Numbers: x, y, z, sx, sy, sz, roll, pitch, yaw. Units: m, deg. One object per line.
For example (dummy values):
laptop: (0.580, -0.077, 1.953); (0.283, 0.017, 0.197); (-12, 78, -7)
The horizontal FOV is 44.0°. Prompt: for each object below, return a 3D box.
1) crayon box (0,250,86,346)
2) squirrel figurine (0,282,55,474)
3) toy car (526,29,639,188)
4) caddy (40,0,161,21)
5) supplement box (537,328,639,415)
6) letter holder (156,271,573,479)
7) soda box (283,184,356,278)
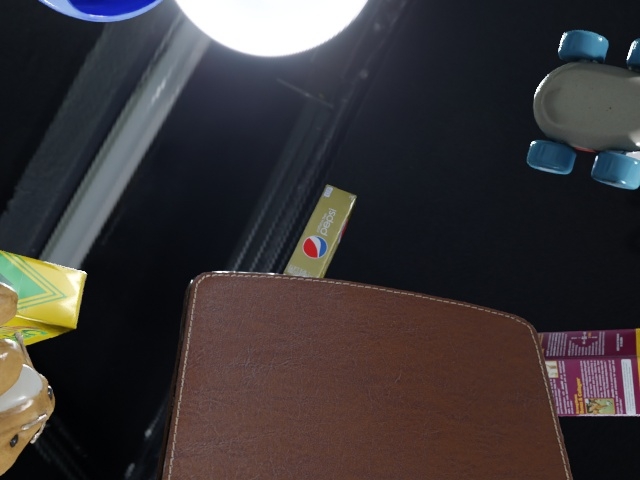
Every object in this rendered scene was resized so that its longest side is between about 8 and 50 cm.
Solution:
crayon box: (-0.608, 0.091, 1.315); (0.363, 0.313, 0.106); (-19, -122, 52)
squirrel figurine: (-0.511, 0.186, 0.895); (0.397, 0.370, 0.281); (-32, -125, -9)
toy car: (0.478, -0.193, 1.292); (0.210, 0.238, 0.219); (17, -88, 34)
caddy: (-0.220, -0.401, 0.855); (0.179, 0.241, 0.341); (27, -103, 44)
supplement box: (0.384, 0.196, 1.173); (0.188, 0.081, 0.104); (-5, -68, 22)
letter holder: (0.025, 0.159, 0.652); (0.152, 0.302, 0.214); (109, -14, -46)
soda box: (0.000, 0.000, 1.345); (0.058, 0.061, 0.181); (23, -112, 9)
